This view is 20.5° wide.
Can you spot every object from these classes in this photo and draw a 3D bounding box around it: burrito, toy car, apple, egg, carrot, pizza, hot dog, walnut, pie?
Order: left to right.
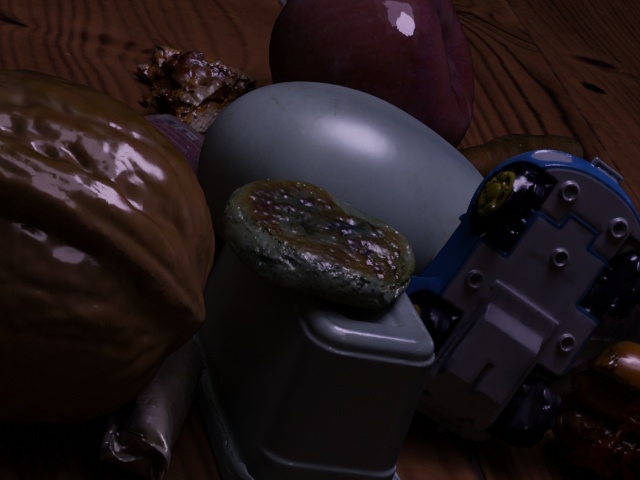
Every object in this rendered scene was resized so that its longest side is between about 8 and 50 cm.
[{"bbox_3d":[-0.249,0.007,1.517,0.332,0.333,0.333,19,26,-10],"label":"walnut"},{"bbox_3d":[-0.153,0.145,1.589,0.087,0.060,0.226,16,26,-4],"label":"burrito"},{"bbox_3d":[-0.159,-0.190,2.209,0.154,0.069,0.194,22,24,-6],"label":"pizza"},{"bbox_3d":[0.000,0.000,1.597,0.186,0.041,0.187,17,25,-8],"label":"pie"},{"bbox_3d":[0.042,-0.035,1.902,0.371,0.230,0.230,26,24,-20],"label":"egg"},{"bbox_3d":[0.060,-0.214,2.209,0.235,0.306,0.306,-11,20,16],"label":"apple"},{"bbox_3d":[0.229,-0.105,2.379,0.342,0.070,0.070,-8,39,-42],"label":"carrot"},{"bbox_3d":[0.184,0.048,1.768,0.198,0.314,0.166,33,5,-24],"label":"toy car"},{"bbox_3d":[0.399,0.229,1.792,0.348,0.158,0.117,27,44,-1],"label":"hot dog"}]

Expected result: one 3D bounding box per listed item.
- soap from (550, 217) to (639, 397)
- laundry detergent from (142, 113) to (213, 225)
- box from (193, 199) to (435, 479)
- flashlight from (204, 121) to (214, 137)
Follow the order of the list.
[{"bbox_3d":[0.311,0.072,1.971,0.199,0.182,0.138,8,29,-30],"label":"soap"},{"bbox_3d":[-0.203,-0.065,1.929,0.171,0.076,0.237,38,30,26],"label":"laundry detergent"},{"bbox_3d":[-0.010,0.094,1.667,0.175,0.182,0.312,9,29,-24],"label":"box"},{"bbox_3d":[-0.060,-0.093,2.085,0.093,0.047,0.200,27,4,37],"label":"flashlight"}]
